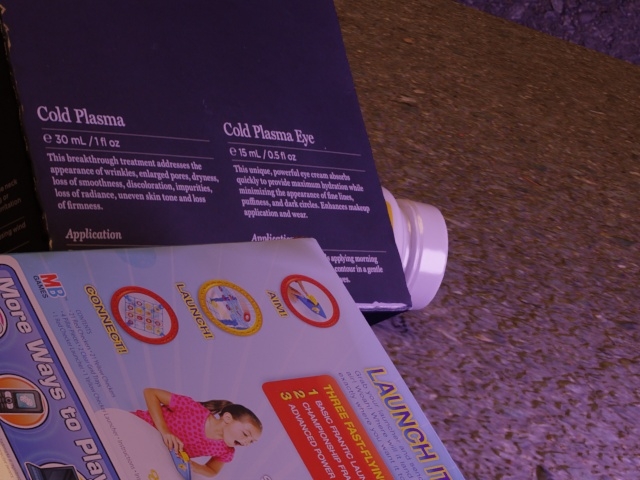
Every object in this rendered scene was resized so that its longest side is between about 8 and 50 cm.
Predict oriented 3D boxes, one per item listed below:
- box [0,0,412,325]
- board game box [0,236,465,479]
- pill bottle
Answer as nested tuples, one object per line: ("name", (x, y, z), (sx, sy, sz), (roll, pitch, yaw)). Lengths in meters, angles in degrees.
("box", (-0.137, -0.070, 1.239), (0.179, 0.312, 0.343), (-24, -18, 39))
("board game box", (-0.062, 0.144, 0.948), (0.302, 0.086, 0.308), (-2, 51, -43))
("pill bottle", (0.000, 0.000, 1.533), (0.208, 0.119, 0.119), (10, 21, -24))
